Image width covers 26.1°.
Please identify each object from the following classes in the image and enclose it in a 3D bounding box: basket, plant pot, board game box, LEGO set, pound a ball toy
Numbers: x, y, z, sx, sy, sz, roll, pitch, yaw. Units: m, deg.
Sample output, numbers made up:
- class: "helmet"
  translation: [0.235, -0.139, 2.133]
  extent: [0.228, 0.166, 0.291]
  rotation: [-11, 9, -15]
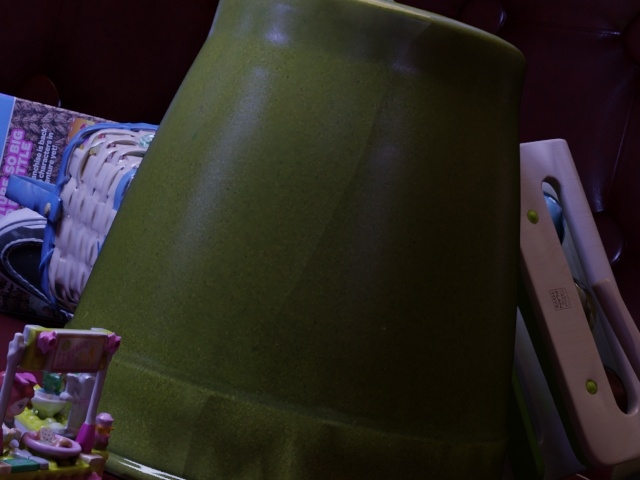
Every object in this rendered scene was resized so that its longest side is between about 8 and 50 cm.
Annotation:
- class: "basket"
  translation: [-0.147, -0.006, 1.322]
  extent: [0.254, 0.201, 0.289]
  rotation: [12, 0, -30]
- class: "plant pot"
  translation: [0.000, 0.000, 1.046]
  extent: [0.366, 0.353, 0.366]
  rotation: [14, 2, -1]
- class: "board game box"
  translation: [-0.274, -0.026, 1.587]
  extent: [0.291, 0.232, 0.141]
  rotation: [14, 1, -23]
- class: "LEGO set"
  translation: [-0.172, 0.091, 0.821]
  extent: [0.132, 0.107, 0.287]
  rotation: [14, 2, 5]
- class: "pound a ball toy"
  translation: [0.221, 0.072, 1.139]
  extent: [0.135, 0.319, 0.208]
  rotation: [-9, -14, -38]

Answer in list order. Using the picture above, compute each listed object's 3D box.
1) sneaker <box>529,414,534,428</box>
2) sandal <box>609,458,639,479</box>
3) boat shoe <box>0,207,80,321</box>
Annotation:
- class: "sneaker"
  translation: [0.208, 0.144, 1.630]
  extent: [0.202, 0.185, 0.483]
  rotation: [56, 8, 19]
- class: "sandal"
  translation: [0.298, 0.207, 1.207]
  extent: [0.079, 0.088, 0.240]
  rotation: [44, 13, -12]
- class: "boat shoe"
  translation: [-0.211, 0.061, 1.447]
  extent: [0.306, 0.113, 0.105]
  rotation: [26, 23, -6]
